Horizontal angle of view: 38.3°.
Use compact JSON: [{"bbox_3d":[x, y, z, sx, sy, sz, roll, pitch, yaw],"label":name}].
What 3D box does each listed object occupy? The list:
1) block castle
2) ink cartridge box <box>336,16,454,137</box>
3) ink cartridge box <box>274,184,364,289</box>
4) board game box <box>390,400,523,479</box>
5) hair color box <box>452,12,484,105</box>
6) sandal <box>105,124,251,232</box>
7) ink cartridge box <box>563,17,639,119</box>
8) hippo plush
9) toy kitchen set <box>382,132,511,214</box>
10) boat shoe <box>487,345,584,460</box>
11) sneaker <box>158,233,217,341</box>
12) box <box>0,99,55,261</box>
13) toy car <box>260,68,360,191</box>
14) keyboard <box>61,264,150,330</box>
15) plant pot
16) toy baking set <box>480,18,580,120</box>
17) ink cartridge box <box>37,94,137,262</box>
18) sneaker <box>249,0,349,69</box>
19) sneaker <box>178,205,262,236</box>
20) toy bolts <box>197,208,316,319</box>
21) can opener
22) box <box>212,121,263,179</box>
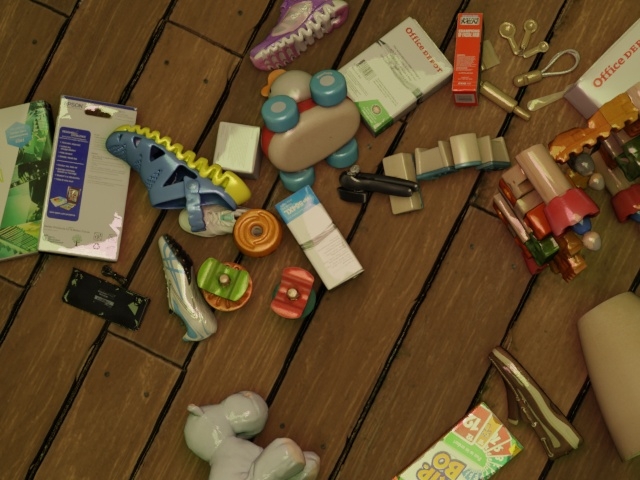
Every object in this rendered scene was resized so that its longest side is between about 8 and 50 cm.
[{"bbox_3d":[0.508,-0.078,1.700,0.303,0.453,0.212,-30,77,0],"label":"block castle"},{"bbox_3d":[0.151,-0.339,1.920,0.208,0.087,0.153,-36,84,1],"label":"ink cartridge box"},{"bbox_3d":[0.000,0.000,1.871,0.086,0.148,0.203,-32,84,-1],"label":"ink cartridge box"},{"bbox_3d":[0.274,0.459,1.878,0.259,0.039,0.124,-41,84,2],"label":"board game box"},{"bbox_3d":[0.304,-0.370,1.888,0.053,0.093,0.167,3,80,13],"label":"hair color box"},{"bbox_3d":[-0.304,-0.123,1.851,0.317,0.126,0.138,28,76,12],"label":"sandal"},{"bbox_3d":[0.674,-0.278,1.861,0.211,0.121,0.289,-44,88,-1],"label":"ink cartridge box"},{"bbox_3d":[-0.171,0.440,1.848,0.294,0.234,0.236,-27,53,-14],"label":"hippo plush"},{"bbox_3d":[0.267,-0.135,1.912,0.207,0.166,0.122,-14,83,39],"label":"toy kitchen set"},{"bbox_3d":[0.412,0.334,1.850,0.095,0.095,0.257,-40,85,6],"label":"boat shoe"},{"bbox_3d":[-0.293,0.099,1.916,0.086,0.085,0.237,-25,81,9],"label":"sneaker"},{"bbox_3d":[-0.666,-0.119,1.966,0.232,0.058,0.321,-13,87,2],"label":"box"},{"bbox_3d":[-0.057,-0.267,1.894,0.210,0.219,0.238,-30,52,-11],"label":"toy car"},{"bbox_3d":[-0.450,0.111,1.954,0.180,0.023,0.108,22,93,4],"label":"keyboard"},{"bbox_3d":[0.623,0.247,1.786,0.257,0.256,0.274,-29,68,1],"label":"plant pot"},{"bbox_3d":[0.435,-0.354,1.933,0.256,0.030,0.196,40,89,6],"label":"toy baking set"},{"bbox_3d":[-0.484,-0.126,1.923,0.166,0.065,0.332,9,81,-14],"label":"ink cartridge box"},{"bbox_3d":[-0.059,-0.455,1.946,0.236,0.095,0.104,-36,78,-5],"label":"sneaker"},{"bbox_3d":[-0.195,-0.046,1.914,0.212,0.094,0.080,3,87,4],"label":"sneaker"},{"bbox_3d":[-0.107,0.069,1.875,0.229,0.158,0.218,25,79,7],"label":"toy bolts"},{"bbox_3d":[0.118,-0.115,1.896,0.186,0.059,0.073,5,127,31],"label":"can opener"},{"bbox_3d":[-0.168,-0.185,1.919,0.087,0.101,0.101,10,86,4],"label":"box"}]
